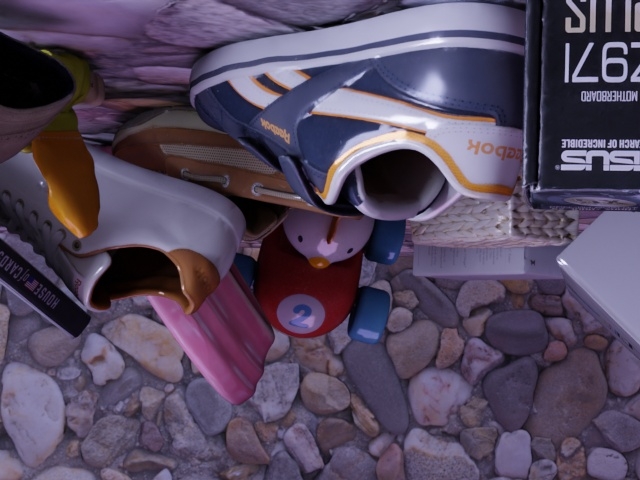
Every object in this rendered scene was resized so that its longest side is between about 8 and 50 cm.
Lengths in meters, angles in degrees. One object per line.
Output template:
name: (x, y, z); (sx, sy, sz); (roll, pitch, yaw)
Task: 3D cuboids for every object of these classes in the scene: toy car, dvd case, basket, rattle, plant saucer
toy car: (0.000, 0.000, 1.496); (0.219, 0.210, 0.238); (14, 162, -5)
dvd case: (-0.293, -0.015, 0.971); (0.179, 0.029, 0.238); (34, 169, 23)
basket: (0.179, -0.046, 1.271); (0.113, 0.103, 0.167); (4, 174, -36)
rattle: (-0.268, -0.076, 0.947); (0.200, 0.142, 0.130); (-4, -166, 4)
plant saucer: (-0.149, 0.025, 1.367); (0.084, 0.332, 0.332); (-32, 175, -1)

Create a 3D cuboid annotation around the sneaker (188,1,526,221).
sneaker: (0.011, -0.077, 0.848); (0.126, 0.127, 0.321); (4, 177, -37)

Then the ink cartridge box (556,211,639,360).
ink cartridge box: (0.371, 0.037, 1.283); (0.168, 0.171, 0.233); (46, -176, 17)

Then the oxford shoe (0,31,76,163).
oxford shoe: (-0.273, -0.123, 0.697); (0.130, 0.123, 0.348); (-28, 164, 15)

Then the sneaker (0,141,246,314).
sneaker: (-0.218, -0.015, 1.044); (0.290, 0.123, 0.106); (15, 142, 9)

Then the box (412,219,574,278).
box: (0.199, -0.020, 1.420); (0.091, 0.130, 0.170); (7, 174, -42)

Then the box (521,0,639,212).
box: (0.171, -0.085, 0.480); (0.180, 0.147, 0.077); (2, 176, 11)

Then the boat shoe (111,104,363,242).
boat shoe: (-0.079, -0.060, 1.117); (0.122, 0.120, 0.324); (6, 174, -44)
